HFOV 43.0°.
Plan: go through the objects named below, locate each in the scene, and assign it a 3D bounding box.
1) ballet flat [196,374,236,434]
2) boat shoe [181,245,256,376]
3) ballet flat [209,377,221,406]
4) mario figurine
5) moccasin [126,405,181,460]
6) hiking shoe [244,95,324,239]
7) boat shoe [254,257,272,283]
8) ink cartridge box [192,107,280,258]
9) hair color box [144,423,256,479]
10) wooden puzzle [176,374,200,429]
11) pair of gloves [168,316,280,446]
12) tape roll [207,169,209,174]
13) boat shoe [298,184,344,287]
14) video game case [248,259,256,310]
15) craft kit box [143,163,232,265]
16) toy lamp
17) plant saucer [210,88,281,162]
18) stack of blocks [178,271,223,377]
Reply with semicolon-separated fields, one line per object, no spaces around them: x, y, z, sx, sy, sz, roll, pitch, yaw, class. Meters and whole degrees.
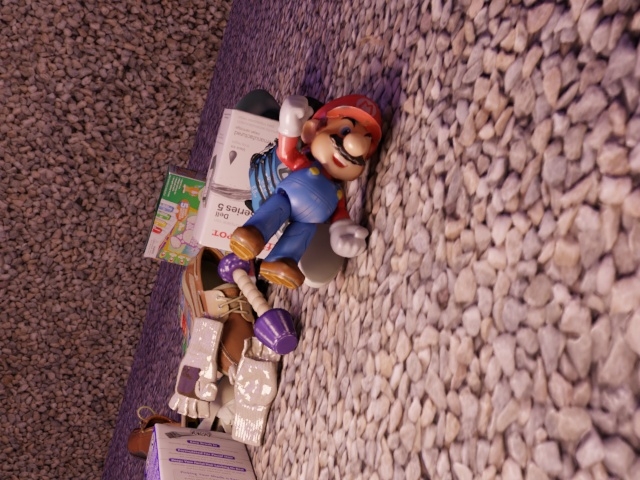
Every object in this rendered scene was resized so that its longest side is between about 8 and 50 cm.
-0.197;0.371;1.714;0.086;0.086;0.248;-96;24;-47;ballet flat
-0.207;0.141;1.693;0.324;0.122;0.120;57;139;36;boat shoe
-0.237;0.350;1.863;0.250;0.058;0.084;153;129;-68;ballet flat
0.000;-0.092;1.232;0.321;0.170;0.198;-59;-30;-16;mario figurine
-0.449;0.542;2.251;0.380;0.139;0.147;151;132;-67;moccasin
-0.073;-0.131;1.427;0.113;0.132;0.304;-39;-26;-43;hiking shoe
-0.125;0.052;1.773;0.125;0.038;0.046;-105;33;-58;boat shoe
-0.124;-0.107;1.623;0.115;0.198;0.273;-149;73;-71;ink cartridge box
-0.219;0.468;1.498;0.339;0.185;0.110;-131;56;-70;hair color box
-0.302;0.466;1.920;0.239;0.044;0.221;-113;17;-57;wooden puzzle
-0.185;0.270;1.576;0.240;0.042;0.204;17;93;32;pair of gloves
-0.286;-0.168;2.391;0.189;0.080;0.189;-166;90;-72;tape roll
-0.001;-0.001;1.376;0.081;0.079;0.228;113;168;-48;boat shoe
-0.181;0.093;1.881;0.285;0.025;0.204;-106;22;-58;video game case
-0.291;-0.045;2.026;0.061;0.246;0.250;-109;36;-55;craft kit box
-0.120;0.121;1.556;0.275;0.080;0.080;48;124;51;toy lamp
-0.150;-0.173;1.790;0.318;0.043;0.317;90;-154;-43;plant saucer
-0.296;0.205;2.037;0.297;0.087;0.171;-135;50;-66;stack of blocks
